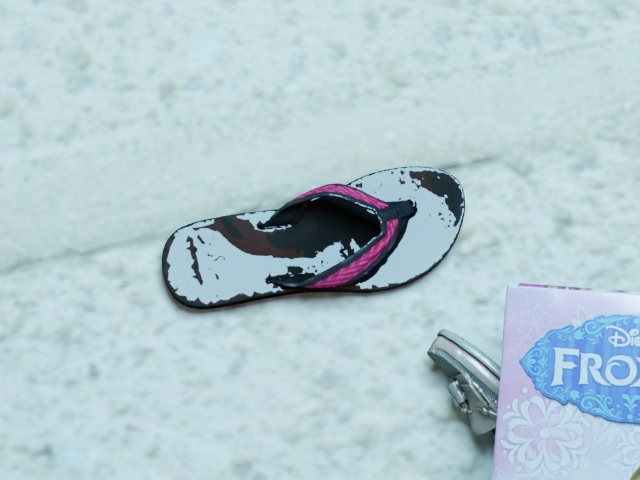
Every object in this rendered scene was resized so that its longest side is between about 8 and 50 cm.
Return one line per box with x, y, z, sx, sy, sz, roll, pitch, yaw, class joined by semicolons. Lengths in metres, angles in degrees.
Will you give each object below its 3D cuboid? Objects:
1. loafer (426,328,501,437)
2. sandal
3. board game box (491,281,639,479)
0.104;0.102;1.069;0.125;0.045;0.039;41;81;1;loafer
0.000;0.000;1.082;0.179;0.040;0.067;-13;78;-10;sandal
0.240;0.189;0.967;0.318;0.066;0.318;3;85;16;board game box
